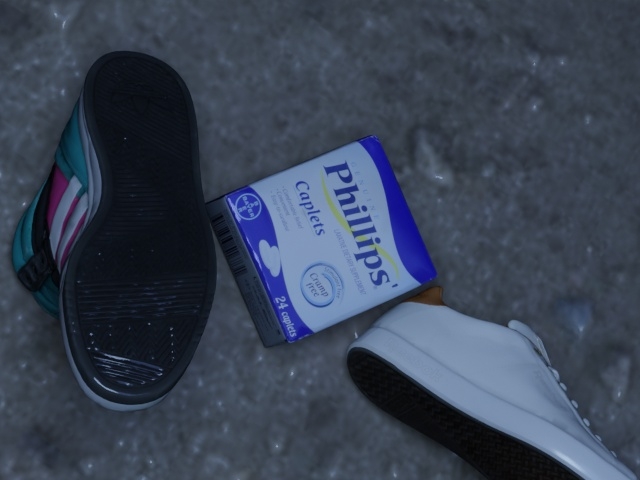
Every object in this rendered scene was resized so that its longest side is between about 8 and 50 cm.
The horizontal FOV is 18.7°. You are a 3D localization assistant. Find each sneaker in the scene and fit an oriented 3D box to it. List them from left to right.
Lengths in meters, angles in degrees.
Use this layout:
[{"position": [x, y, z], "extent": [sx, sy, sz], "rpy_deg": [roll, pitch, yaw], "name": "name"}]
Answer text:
[{"position": [-0.157, 0.027, 1.411], "extent": [0.123, 0.178, 0.296], "rpy_deg": [10, 51, -15], "name": "sneaker"}, {"position": [0.168, 0.130, 1.496], "extent": [0.290, 0.106, 0.123], "rpy_deg": [37, 56, 17], "name": "sneaker"}]

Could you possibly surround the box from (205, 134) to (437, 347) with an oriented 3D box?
[{"position": [0.000, 0.000, 1.519], "extent": [0.137, 0.072, 0.126], "rpy_deg": [-24, 91, -19], "name": "box"}]
